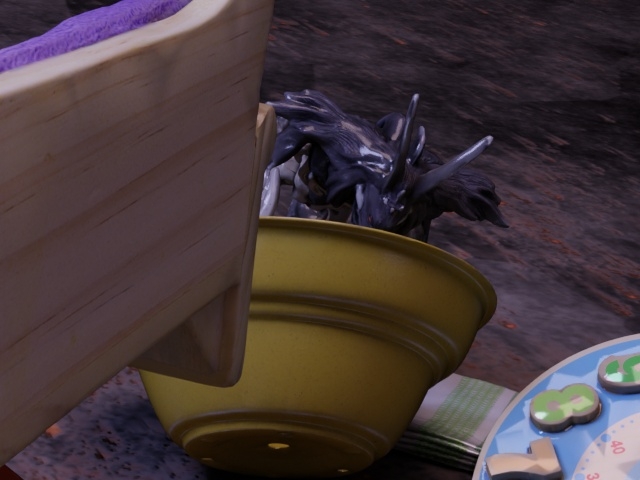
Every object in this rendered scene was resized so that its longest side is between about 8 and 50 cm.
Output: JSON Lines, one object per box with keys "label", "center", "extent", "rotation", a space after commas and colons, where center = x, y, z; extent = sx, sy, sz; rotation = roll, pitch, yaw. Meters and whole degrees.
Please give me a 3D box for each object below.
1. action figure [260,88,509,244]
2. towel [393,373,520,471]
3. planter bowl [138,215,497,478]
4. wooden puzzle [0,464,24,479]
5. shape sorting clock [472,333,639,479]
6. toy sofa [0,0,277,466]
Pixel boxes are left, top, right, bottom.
{"label": "action figure", "center": [0.000, 0.000, 1.032], "extent": [0.164, 0.141, 0.275], "rotation": [20, -16, -20]}
{"label": "towel", "center": [0.101, 0.104, 1.022], "extent": [0.152, 0.023, 0.113], "rotation": [15, 21, 15]}
{"label": "planter bowl", "center": [-0.019, 0.069, 0.906], "extent": [0.217, 0.090, 0.217], "rotation": [4, -22, 2]}
{"label": "wooden puzzle", "center": [-0.076, 0.153, 0.508], "extent": [0.348, 0.080, 0.322], "rotation": [17, 20, 18]}
{"label": "shape sorting clock", "center": [0.173, 0.123, 0.837], "extent": [0.206, 0.040, 0.206], "rotation": [-4, 46, 4]}
{"label": "toy sofa", "center": [-0.143, 0.005, 0.548], "extent": [0.150, 0.177, 0.362], "rotation": [11, 19, 15]}
